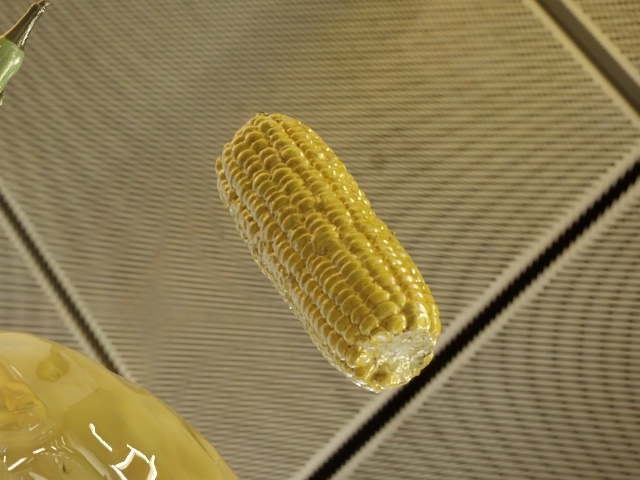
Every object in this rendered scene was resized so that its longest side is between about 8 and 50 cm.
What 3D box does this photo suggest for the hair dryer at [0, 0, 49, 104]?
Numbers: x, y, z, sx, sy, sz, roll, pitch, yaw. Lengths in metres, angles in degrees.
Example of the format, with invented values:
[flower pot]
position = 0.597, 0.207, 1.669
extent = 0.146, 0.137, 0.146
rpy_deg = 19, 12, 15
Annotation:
[hair dryer]
position = -0.190, -0.068, 0.887
extent = 0.150, 0.071, 0.047
rpy_deg = -55, -161, 5

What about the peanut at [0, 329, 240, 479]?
[peanut]
position = -0.054, 0.114, 0.405
extent = 0.129, 0.129, 0.224
rpy_deg = -26, -69, 26

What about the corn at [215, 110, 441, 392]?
[corn]
position = 0.000, 0.000, 0.986
extent = 0.080, 0.080, 0.238
rpy_deg = -54, -140, 15
